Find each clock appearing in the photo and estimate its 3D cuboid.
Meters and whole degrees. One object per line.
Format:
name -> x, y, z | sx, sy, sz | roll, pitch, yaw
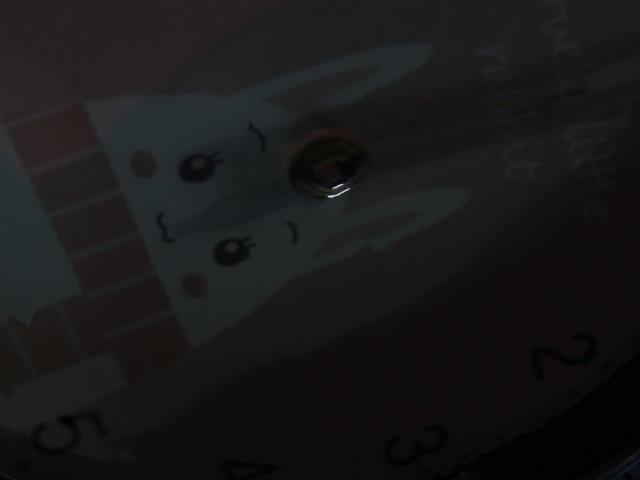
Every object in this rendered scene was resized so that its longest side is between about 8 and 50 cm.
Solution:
clock -> 0.002, -0.026, 0.552 | 0.386, 0.076, 0.386 | -8, 129, -10

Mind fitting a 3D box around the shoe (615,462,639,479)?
shoe -> 0.164, 0.143, 0.890 | 0.125, 0.099, 0.227 | -27, 147, -3
